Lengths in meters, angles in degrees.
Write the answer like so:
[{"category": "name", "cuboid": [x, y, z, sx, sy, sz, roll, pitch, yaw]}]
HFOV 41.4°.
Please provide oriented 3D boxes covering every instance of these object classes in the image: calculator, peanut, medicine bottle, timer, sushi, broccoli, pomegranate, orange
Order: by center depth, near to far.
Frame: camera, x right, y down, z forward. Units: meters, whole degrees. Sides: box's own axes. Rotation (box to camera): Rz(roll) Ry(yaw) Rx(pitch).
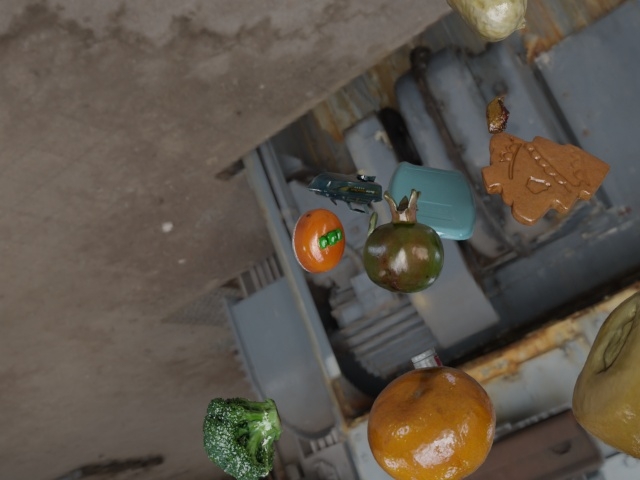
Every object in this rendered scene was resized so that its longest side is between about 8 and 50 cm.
[{"category": "orange", "cuboid": [0.198, 0.332, 1.498, 0.240, 0.240, 0.171, -29, 116, 19]}, {"category": "peanut", "cuboid": [0.307, -0.456, 1.571, 0.129, 0.224, 0.129, -14, 138, -12]}, {"category": "broccoli", "cuboid": [-0.148, 0.384, 1.645, 0.156, 0.196, 0.195, -18, 159, -5]}, {"category": "sushi", "cuboid": [0.351, -0.243, 1.673, 0.047, 0.099, 0.050, -6, 148, 13]}, {"category": "timer", "cuboid": [0.000, 0.000, 1.688, 0.099, 0.136, 0.136, -13, 158, -18]}, {"category": "pomegranate", "cuboid": [0.178, 0.002, 1.826, 0.181, 0.224, 0.181, -4, -176, 0]}, {"category": "medicine bottle", "cuboid": [0.246, 0.290, 1.880, 0.058, 0.091, 0.058, -26, 173, -4]}, {"category": "calculator", "cuboid": [0.318, -0.115, 2.416, 0.256, 0.386, 0.055, 9, 126, -1]}]

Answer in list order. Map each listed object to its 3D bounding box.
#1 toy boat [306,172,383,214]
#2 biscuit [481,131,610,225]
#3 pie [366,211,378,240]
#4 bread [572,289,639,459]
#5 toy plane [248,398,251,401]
[{"category": "toy boat", "cuboid": [0.056, -0.124, 2.165, 0.246, 0.103, 0.092, 3, -171, -45]}, {"category": "biscuit", "cuboid": [0.525, -0.159, 1.960, 0.306, 0.284, 0.043, -7, 141, -7]}, {"category": "pie", "cuboid": [0.126, -0.030, 2.070, 0.017, 0.085, 0.085, 12, 157, 1]}, {"category": "bread", "cuboid": [0.661, 0.265, 1.427, 0.348, 0.375, 0.253, -61, -174, 22]}, {"category": "toy plane", "cuboid": [-0.189, 0.451, 2.096, 0.111, 0.102, 0.040, -56, 159, 1]}]
